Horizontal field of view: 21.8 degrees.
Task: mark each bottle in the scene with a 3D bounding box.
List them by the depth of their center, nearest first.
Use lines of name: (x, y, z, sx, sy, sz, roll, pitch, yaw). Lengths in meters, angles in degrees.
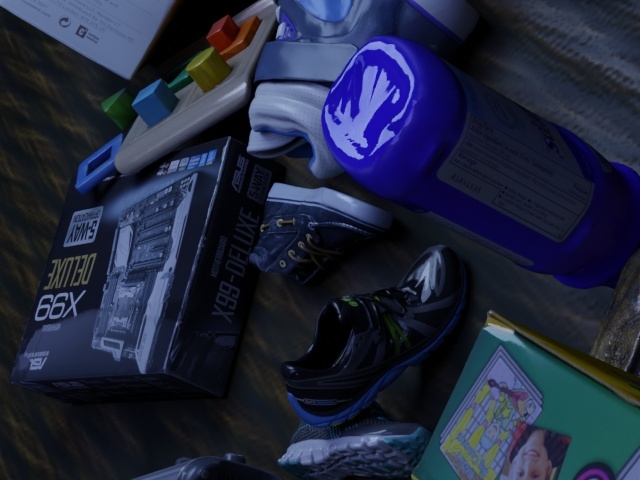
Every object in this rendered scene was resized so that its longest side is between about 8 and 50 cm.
bottle: (0.135, -0.036, 1.099, 0.092, 0.283, 0.118, -55, 33, 15)

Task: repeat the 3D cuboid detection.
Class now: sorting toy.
sorting toy: (-0.130, -0.171, 1.707, 0.347, 0.047, 0.196, -29, 27, 27)

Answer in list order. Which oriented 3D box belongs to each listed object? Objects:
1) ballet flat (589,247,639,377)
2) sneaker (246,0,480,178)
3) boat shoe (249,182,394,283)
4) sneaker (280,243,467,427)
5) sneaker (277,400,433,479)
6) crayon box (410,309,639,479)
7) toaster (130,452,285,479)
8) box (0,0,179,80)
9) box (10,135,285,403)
ballet flat: (0.198, 0.143, 1.069, 0.123, 0.123, 0.349, 20, 86, 57)
sneaker: (-0.021, -0.197, 1.528, 0.236, 0.130, 0.323, -50, 51, 9)
boat shoe: (0.000, 0.000, 1.477, 0.183, 0.065, 0.083, 10, 79, 62)
sneaker: (0.045, 0.067, 1.317, 0.188, 0.078, 0.067, -42, 27, -18)
sneaker: (0.030, 0.150, 1.333, 0.166, 0.065, 0.076, -13, 54, 48)
crayon box: (0.262, 0.180, 0.750, 0.363, 0.313, 0.106, 32, 96, 57)
toaster: (-0.112, 0.291, 1.379, 0.146, 0.129, 0.227, -16, 60, 54)
box: (-0.181, -0.370, 1.807, 0.345, 0.168, 0.215, -59, 5, 10)
box: (-0.180, 0.038, 1.683, 0.307, 0.076, 0.242, -8, 62, 52)
